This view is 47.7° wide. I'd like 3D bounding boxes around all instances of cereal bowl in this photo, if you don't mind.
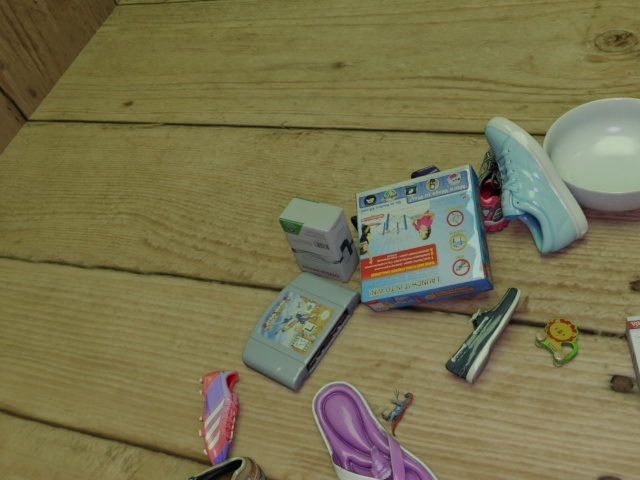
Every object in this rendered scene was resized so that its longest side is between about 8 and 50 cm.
[{"bbox_3d":[0.732,-0.195,1.803,0.339,0.141,0.339,-10,49,12],"label":"cereal bowl"}]

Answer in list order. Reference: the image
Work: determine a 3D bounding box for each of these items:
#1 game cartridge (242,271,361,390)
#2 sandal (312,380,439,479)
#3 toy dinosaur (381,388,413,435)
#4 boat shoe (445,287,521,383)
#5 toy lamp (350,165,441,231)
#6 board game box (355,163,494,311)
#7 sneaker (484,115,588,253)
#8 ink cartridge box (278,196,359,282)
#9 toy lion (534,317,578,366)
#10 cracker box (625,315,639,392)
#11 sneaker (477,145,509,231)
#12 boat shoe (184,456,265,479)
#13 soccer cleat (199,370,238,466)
[{"bbox_3d":[-0.056,0.215,1.814,0.198,0.062,0.297,22,62,29],"label":"game cartridge"},{"bbox_3d":[0.100,0.456,1.509,0.169,0.102,0.416,-41,52,-7],"label":"sandal"},{"bbox_3d":[0.176,0.376,1.613,0.082,0.047,0.090,-23,80,-11],"label":"toy dinosaur"},{"bbox_3d":[0.371,0.203,1.639,0.079,0.095,0.254,27,73,24],"label":"boat shoe"},{"bbox_3d":[0.213,-0.110,1.971,0.275,0.080,0.080,-37,49,-9],"label":"toy lamp"},{"bbox_3d":[0.248,-0.003,1.777,0.308,0.086,0.302,-13,63,23],"label":"board game box"},{"bbox_3d":[0.489,-0.132,1.760,0.150,0.135,0.366,-32,78,-9],"label":"sneaker"},{"bbox_3d":[0.000,0.000,1.869,0.153,0.208,0.087,15,55,29],"label":"ink cartridge box"},{"bbox_3d":[0.533,0.219,1.606,0.096,0.034,0.100,-26,47,-12],"label":"toy lion"},{"bbox_3d":[0.724,0.260,1.472,0.156,0.067,0.232,-7,50,14],"label":"cracker box"},{"bbox_3d":[0.470,-0.166,1.897,0.121,0.112,0.299,2,52,22],"label":"sneaker"},{"bbox_3d":[-0.271,0.560,1.567,0.302,0.103,0.113,-33,48,-8],"label":"boat shoe"},{"bbox_3d":[-0.230,0.411,1.698,0.095,0.083,0.248,-15,45,2],"label":"soccer cleat"}]
